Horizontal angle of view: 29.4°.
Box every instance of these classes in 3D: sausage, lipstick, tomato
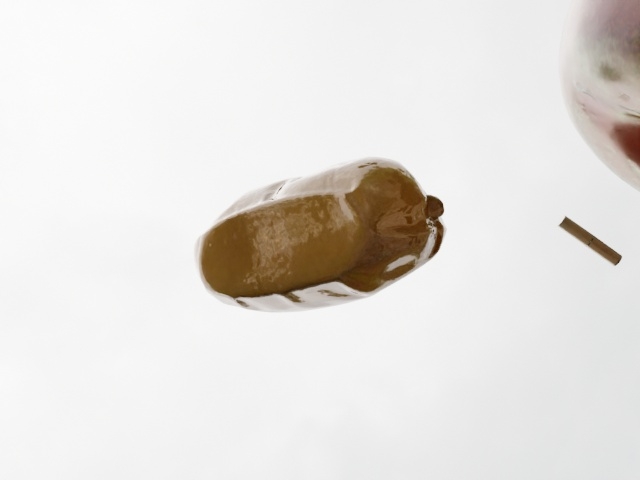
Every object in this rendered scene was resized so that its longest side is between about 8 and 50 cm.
[{"bbox_3d":[0.000,-0.001,1.076,0.136,0.241,0.120,-10,-94,-53],"label":"sausage"},{"bbox_3d":[0.345,0.000,1.564,0.094,0.019,0.019,35,-98,-8],"label":"lipstick"},{"bbox_3d":[0.334,-0.151,0.988,0.223,0.270,0.270,-52,-58,-18],"label":"tomato"}]
